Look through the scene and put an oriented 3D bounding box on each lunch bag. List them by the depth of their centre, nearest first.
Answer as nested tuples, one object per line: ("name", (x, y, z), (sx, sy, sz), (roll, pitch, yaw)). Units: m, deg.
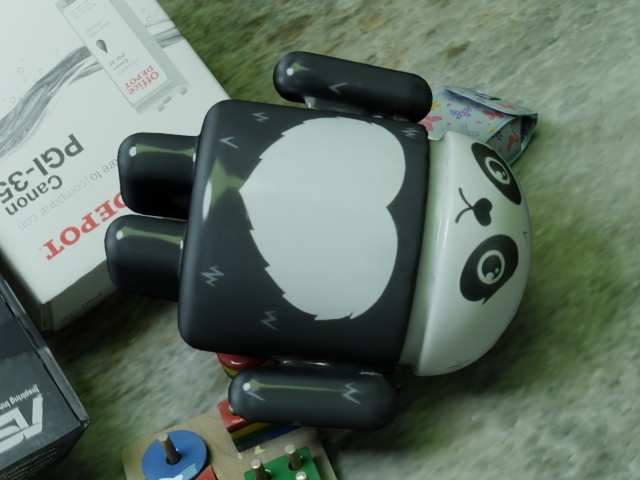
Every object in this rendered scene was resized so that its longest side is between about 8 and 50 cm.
("lunch bag", (0.113, -0.084, 1.253), (0.071, 0.053, 0.083), (28, 53, 34))

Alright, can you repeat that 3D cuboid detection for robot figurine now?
("robot figurine", (0.000, -0.002, 1.099), (0.278, 0.209, 0.173), (8, 22, -2))

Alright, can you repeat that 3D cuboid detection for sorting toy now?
("sorting toy", (-0.059, 0.161, 1.090), (0.132, 0.046, 0.274), (-23, 47, -2))

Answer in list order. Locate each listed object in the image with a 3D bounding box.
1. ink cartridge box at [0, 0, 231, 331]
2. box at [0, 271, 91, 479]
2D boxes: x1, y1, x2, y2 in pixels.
("ink cartridge box", (-0.202, -0.107, 1.232), (0.207, 0.117, 0.283), (-36, 84, -15))
("box", (-0.396, 0.087, 1.055), (0.395, 0.097, 0.318), (-27, 78, -30))
